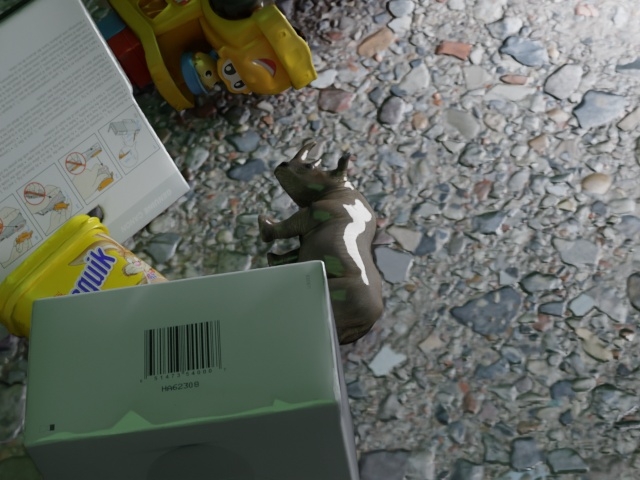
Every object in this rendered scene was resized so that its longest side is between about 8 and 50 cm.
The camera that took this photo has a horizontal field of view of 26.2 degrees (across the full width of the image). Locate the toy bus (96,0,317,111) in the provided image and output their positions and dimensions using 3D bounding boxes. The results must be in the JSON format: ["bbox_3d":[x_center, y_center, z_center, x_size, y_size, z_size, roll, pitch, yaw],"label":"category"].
[{"bbox_3d":[-0.141,-0.212,1.423,0.211,0.149,0.220,-37,58,-4],"label":"toy bus"}]

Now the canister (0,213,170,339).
[{"bbox_3d":[-0.186,0.070,1.227,0.170,0.073,0.126,35,64,19],"label":"canister"}]

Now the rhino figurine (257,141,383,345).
[{"bbox_3d":[0.000,0.000,1.270,0.106,0.073,0.243,-9,50,6],"label":"rhino figurine"}]

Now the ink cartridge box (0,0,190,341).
[{"bbox_3d":[-0.287,-0.071,1.290,0.275,0.239,0.060,-41,26,-27],"label":"ink cartridge box"}]

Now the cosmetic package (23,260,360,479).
[{"bbox_3d":[-0.089,0.146,1.068,0.224,0.225,0.138,-8,49,1],"label":"cosmetic package"}]
